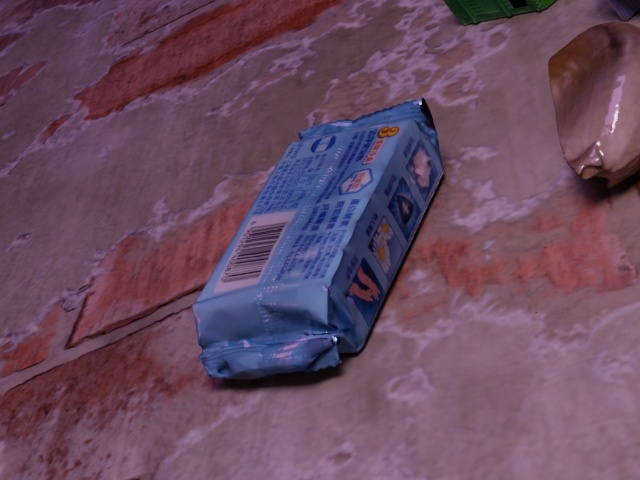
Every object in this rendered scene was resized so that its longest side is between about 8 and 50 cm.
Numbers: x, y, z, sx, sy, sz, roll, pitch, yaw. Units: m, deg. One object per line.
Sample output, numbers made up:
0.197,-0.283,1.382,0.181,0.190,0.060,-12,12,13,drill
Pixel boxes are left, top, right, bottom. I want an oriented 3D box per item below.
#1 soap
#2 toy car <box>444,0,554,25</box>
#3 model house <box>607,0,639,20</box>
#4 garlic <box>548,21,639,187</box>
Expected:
0.000,0.000,1.181,0.156,0.077,0.293,-8,38,36,soap
0.202,-0.273,1.420,0.165,0.071,0.062,-4,54,41,toy car
0.306,-0.260,1.273,0.167,0.117,0.088,15,69,52,model house
0.247,-0.118,1.123,0.101,0.087,0.196,-35,29,25,garlic
